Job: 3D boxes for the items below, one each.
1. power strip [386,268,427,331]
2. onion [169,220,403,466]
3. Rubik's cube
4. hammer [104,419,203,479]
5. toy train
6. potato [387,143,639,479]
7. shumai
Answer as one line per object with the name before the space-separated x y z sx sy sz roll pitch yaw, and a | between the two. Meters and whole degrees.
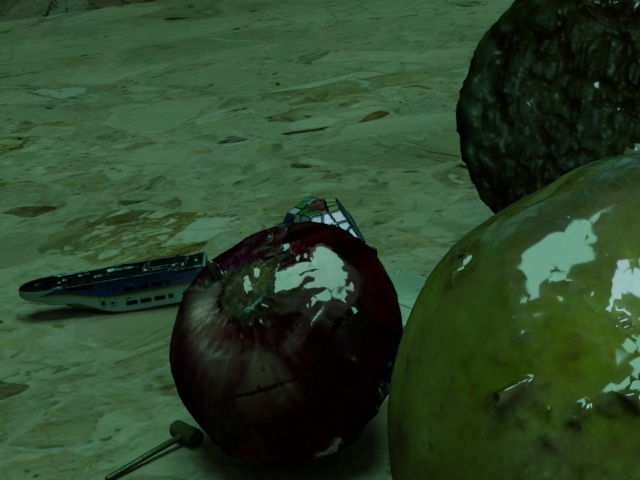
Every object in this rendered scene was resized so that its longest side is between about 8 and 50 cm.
power strip | 0.155 0.102 1.780 0.106 0.043 0.367 -20 24 -31
onion | -0.022 0.107 1.617 0.252 0.219 0.252 -18 53 26
Rubik's cube | 0.000 0.000 2.028 0.093 0.111 0.111 31 34 15
hammer | -0.169 0.212 1.636 0.110 0.019 0.035 -26 28 -35
toy train | -0.251 0.059 2.015 0.234 0.051 0.052 -10 20 2
potato | 0.266 0.098 1.391 0.442 0.319 0.385 -25 25 -35
shumai | 0.396 -0.190 2.036 0.395 0.395 0.348 3 25 24
